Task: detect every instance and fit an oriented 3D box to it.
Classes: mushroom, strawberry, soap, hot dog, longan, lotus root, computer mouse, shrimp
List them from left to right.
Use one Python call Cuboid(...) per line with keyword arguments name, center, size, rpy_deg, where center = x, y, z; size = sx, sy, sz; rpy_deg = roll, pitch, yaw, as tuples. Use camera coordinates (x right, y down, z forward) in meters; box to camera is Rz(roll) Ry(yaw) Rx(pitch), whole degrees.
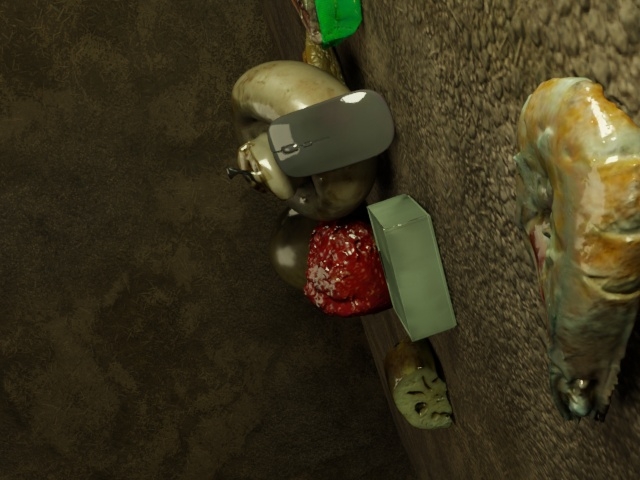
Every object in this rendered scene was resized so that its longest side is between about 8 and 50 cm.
Cuboid(name="mushroom", center=(-0.060, -0.185, 1.290), size=(0.362, 0.294, 0.362), rpy_deg=(39, 158, 19))
Cuboid(name="soap", center=(-0.022, -0.478, 1.042), size=(0.217, 0.098, 0.273), rpy_deg=(74, 175, -51))
Cuboid(name="longan", center=(0.000, 0.000, 1.808), size=(0.319, 0.319, 0.318), rpy_deg=(161, 90, -87))
Cuboid(name="hot dog", center=(0.009, -0.377, 1.397), size=(0.084, 0.073, 0.242), rpy_deg=(123, 128, -80))
Cuboid(name="computer mouse", center=(0.013, -0.183, 1.086), size=(0.057, 0.232, 0.120), rpy_deg=(-52, -54, -61))
Cuboid(name="strawberry", center=(0.061, 0.066, 1.443), size=(0.274, 0.220, 0.274), rpy_deg=(53, -172, -11))
Cuboid(name="lotus root", center=(0.232, 0.349, 1.494), size=(0.119, 0.138, 0.234), rpy_deg=(-93, -18, -61))
Cuboid(name="shrimp", center=(0.199, 0.020, 0.508), size=(0.164, 0.062, 0.316), rpy_deg=(-105, 3, -59))

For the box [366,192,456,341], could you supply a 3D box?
Cuboid(name="box", center=(0.161, 0.045, 1.115), size=(0.129, 0.086, 0.225), rpy_deg=(-113, 5, -67))
